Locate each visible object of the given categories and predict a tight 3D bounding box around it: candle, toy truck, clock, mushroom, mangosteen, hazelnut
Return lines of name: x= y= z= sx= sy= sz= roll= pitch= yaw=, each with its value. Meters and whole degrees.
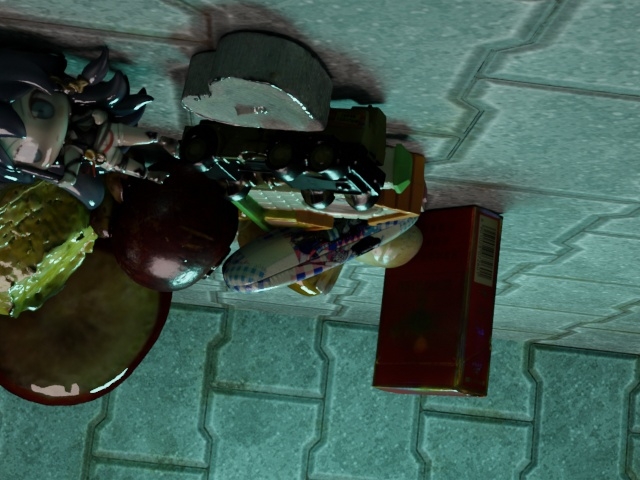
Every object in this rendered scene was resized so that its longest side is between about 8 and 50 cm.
candle: x=-0.063 y=-0.173 z=1.373 sx=0.169 sy=0.068 sz=0.192 roll=15 pitch=168 yaw=-27
toy truck: x=-0.047 y=-0.118 z=1.516 sx=0.257 sy=0.127 sz=0.127 roll=2 pitch=162 yaw=27
clock: x=0.020 y=-0.079 z=1.732 sx=0.255 sy=0.106 sz=0.220 roll=3 pitch=169 yaw=13
mushroom: x=0.100 y=-0.011 z=2.038 sx=0.148 sy=0.112 sz=0.148 roll=8 pitch=170 yaw=1
mangosteen: x=-0.256 y=-0.044 z=1.882 sx=0.257 sy=0.215 sz=0.215 roll=40 pitch=163 yaw=-8
hazelnut: x=-0.471 y=0.101 z=2.242 sx=0.359 sy=0.409 sz=0.359 roll=36 pitch=174 yaw=5

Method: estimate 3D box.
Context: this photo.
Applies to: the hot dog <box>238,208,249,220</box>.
hot dog: x=-0.090 y=-0.068 z=1.993 sx=0.088 sy=0.061 sz=0.286 roll=-1 pitch=176 yaw=-31

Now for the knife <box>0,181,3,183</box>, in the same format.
knife: x=-0.516 y=-0.128 z=1.969 sx=0.073 sy=0.040 sz=0.266 roll=25 pitch=162 yaw=-28

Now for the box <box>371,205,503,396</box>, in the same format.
box: x=0.200 y=0.107 z=2.059 sx=0.089 sy=0.313 sz=0.197 roll=18 pitch=164 yaw=-42

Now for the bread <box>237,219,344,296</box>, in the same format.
bread: x=-0.057 y=0.015 z=2.075 sx=0.136 sy=0.107 sz=0.241 roll=33 pitch=179 yaw=-25

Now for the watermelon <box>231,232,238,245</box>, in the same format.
watermelon: x=-0.197 y=-0.016 z=2.319 sx=0.139 sy=0.071 sz=0.187 roll=5 pitch=170 yaw=-21

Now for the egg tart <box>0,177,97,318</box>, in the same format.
egg tart: x=-0.459 y=0.005 z=1.917 sx=0.132 sy=0.345 sz=0.345 roll=43 pitch=171 yaw=6

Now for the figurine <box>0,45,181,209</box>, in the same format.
figurine: x=-0.322 y=-0.139 z=1.448 sx=0.265 sy=0.175 sz=0.197 roll=24 pitch=165 yaw=-37

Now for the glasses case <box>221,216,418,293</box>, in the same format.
glasses case: x=0.000 y=0.000 z=1.892 sx=0.328 sy=0.076 sz=0.125 roll=-23 pitch=-158 yaw=-12
